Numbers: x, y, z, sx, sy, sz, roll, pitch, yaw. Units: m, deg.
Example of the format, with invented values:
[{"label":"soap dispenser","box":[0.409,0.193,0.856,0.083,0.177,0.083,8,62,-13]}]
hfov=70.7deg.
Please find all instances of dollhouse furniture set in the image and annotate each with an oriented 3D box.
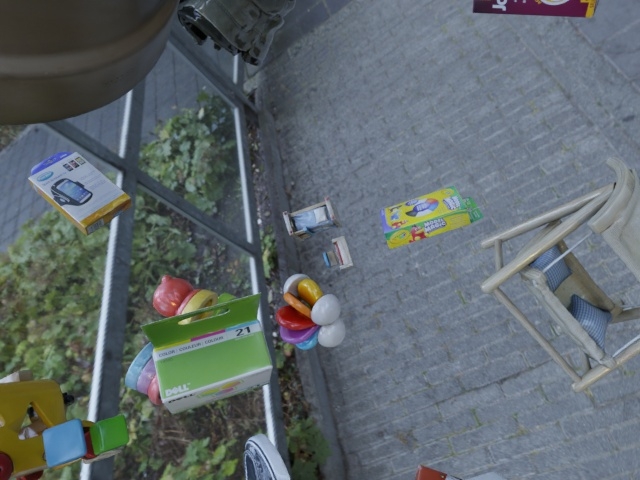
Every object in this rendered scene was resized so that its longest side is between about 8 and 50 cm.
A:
[{"label":"dollhouse furniture set","box":[0.000,0.000,1.197,0.129,0.129,0.184,-19,78,9]}]

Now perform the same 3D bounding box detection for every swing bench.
[{"label":"swing bench","box":[0.432,0.058,0.704,0.254,0.253,0.165,-39,12,32]}]

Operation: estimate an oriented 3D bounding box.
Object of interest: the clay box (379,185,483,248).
[{"label":"clay box","box":[0.257,-0.062,1.069,0.222,0.053,0.127,-19,27,12]}]

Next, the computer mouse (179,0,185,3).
[{"label":"computer mouse","box":[-0.183,-0.470,0.833,0.106,0.042,0.193,0,34,29]}]

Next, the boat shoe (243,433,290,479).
[{"label":"boat shoe","box":[-0.098,0.497,0.781,0.108,0.102,0.301,-53,48,45]}]

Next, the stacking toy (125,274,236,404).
[{"label":"stacking toy","box":[-0.354,0.230,1.138,0.130,0.279,0.309,28,94,10]}]

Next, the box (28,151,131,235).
[{"label":"box","box":[-0.363,-0.076,0.676,0.136,0.028,0.081,38,55,11]}]

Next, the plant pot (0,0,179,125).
[{"label":"plant pot","box":[-0.206,-0.272,0.245,0.280,0.323,0.323,-27,48,52]}]

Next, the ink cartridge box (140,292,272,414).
[{"label":"ink cartridge box","box":[-0.181,0.197,0.756,0.188,0.255,0.097,-13,65,-17]}]

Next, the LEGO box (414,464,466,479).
[{"label":"LEGO box","box":[0.285,0.666,0.695,0.372,0.500,0.193,12,114,15]}]

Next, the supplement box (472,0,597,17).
[{"label":"supplement box","box":[0.350,-0.428,0.721,0.188,0.104,0.081,16,57,25]}]

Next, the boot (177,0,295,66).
[{"label":"boot","box":[-0.042,-0.203,0.291,0.083,0.246,0.161,34,98,3]}]

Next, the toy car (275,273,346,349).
[{"label":"toy car","box":[-0.036,0.181,1.052,0.136,0.182,0.159,-34,42,-25]}]

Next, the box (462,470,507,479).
[{"label":"box","box":[0.166,0.372,0.527,0.170,0.091,0.130,-12,83,-8]}]

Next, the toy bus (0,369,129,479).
[{"label":"toy bus","box":[-0.300,0.184,0.441,0.202,0.190,0.104,-48,58,54]}]
